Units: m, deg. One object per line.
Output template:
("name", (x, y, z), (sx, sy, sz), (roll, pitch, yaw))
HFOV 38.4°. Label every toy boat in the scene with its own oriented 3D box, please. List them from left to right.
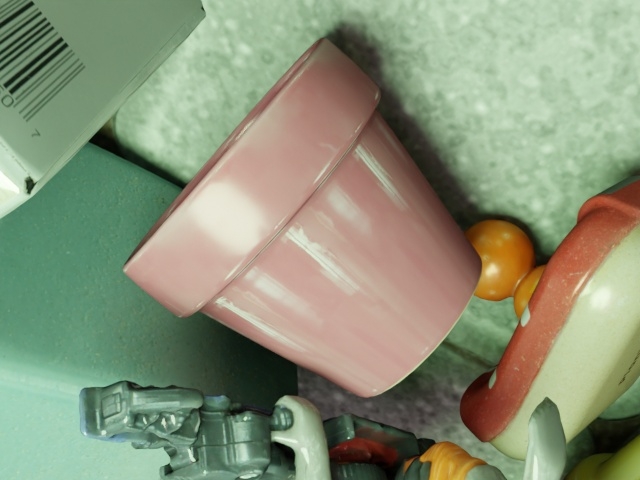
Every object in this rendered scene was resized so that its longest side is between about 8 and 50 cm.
("toy boat", (0.158, 0.042, 0.654), (0.151, 0.151, 0.231), (39, 132, 28))

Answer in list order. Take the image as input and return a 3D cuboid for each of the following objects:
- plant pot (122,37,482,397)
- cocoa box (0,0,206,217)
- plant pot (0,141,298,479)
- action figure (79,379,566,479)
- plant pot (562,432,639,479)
("plant pot", (0.000, 0.000, 0.614), (0.180, 0.201, 0.201), (42, 125, -10))
("cocoa box", (-0.269, -0.154, 0.424), (0.228, 0.231, 0.347), (-27, 112, 26))
("plant pot", (-0.157, 0.102, 0.717), (0.252, 0.247, 0.248), (19, 129, -20))
("action figure", (0.019, 0.183, 0.557), (0.330, 0.179, 0.341), (-20, 150, 39))
("plant pot", (0.307, 0.208, 0.650), (0.254, 0.254, 0.239), (28, 111, -2))
